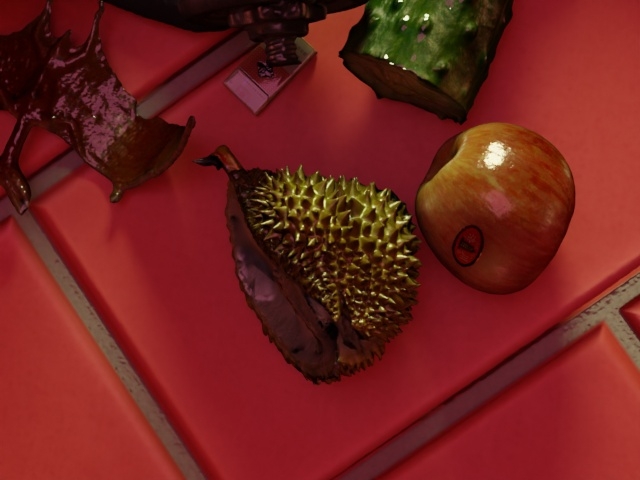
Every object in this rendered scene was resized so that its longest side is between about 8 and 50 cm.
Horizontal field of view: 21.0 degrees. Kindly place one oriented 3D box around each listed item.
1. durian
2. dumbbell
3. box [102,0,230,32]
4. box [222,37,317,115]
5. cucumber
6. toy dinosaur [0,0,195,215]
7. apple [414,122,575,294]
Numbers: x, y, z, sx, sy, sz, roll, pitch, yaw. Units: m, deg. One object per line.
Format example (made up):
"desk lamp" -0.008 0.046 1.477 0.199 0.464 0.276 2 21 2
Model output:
"durian" 0.000 0.000 1.538 0.138 0.193 0.237 -31 86 -20
"dumbbell" -0.054 -0.355 1.519 0.179 0.179 0.406 -6 90 6
"box" -0.126 -0.308 1.637 0.201 0.042 0.212 22 89 8
"box" -0.048 -0.162 1.628 0.046 0.012 0.083 44 90 8
"cucumber" 0.125 -0.236 1.560 0.134 0.134 0.244 28 86 9
"toy dinosaur" -0.278 -0.152 1.607 0.206 0.113 0.327 -41 80 2
"apple" 0.153 -0.033 1.525 0.131 0.146 0.146 32 89 -2
